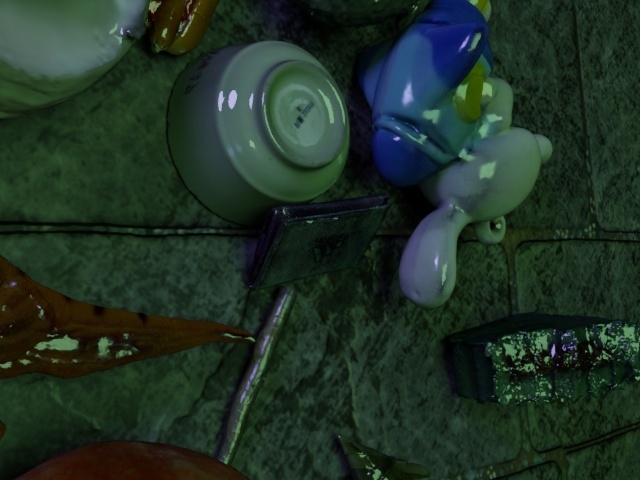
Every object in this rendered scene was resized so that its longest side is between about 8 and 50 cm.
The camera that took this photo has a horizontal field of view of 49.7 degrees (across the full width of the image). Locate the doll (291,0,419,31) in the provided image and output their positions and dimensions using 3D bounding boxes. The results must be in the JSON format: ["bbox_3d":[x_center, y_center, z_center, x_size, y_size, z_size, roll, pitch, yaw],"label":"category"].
[{"bbox_3d":[0.042,-0.420,0.788,0.247,0.247,0.349,-5,98,-39],"label":"doll"}]

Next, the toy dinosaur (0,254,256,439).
[{"bbox_3d":[-0.256,0.092,0.564,0.432,0.097,0.208,35,54,-34],"label":"toy dinosaur"}]

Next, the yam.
[{"bbox_3d":[-0.072,0.154,0.738,0.027,0.029,0.234,54,51,-55],"label":"yam"}]

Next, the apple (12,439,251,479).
[{"bbox_3d":[-0.128,0.306,0.522,0.302,0.302,0.301,6,80,-38],"label":"apple"}]

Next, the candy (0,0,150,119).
[{"bbox_3d":[-0.331,-0.292,0.493,0.386,0.186,0.426,-14,91,-47],"label":"candy"}]

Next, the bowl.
[{"bbox_3d":[-0.047,-0.123,0.747,0.212,0.112,0.211,5,82,-40],"label":"bowl"}]

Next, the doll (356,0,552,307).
[{"bbox_3d":[0.166,-0.155,0.893,0.365,0.187,0.376,66,29,-22],"label":"doll"}]

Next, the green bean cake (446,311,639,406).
[{"bbox_3d":[0.299,0.163,0.933,0.208,0.193,0.107,-4,92,-37],"label":"green bean cake"}]

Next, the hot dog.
[{"bbox_3d":[-0.134,-0.292,0.730,0.092,0.062,0.235,29,68,-36],"label":"hot dog"}]

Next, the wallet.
[{"bbox_3d":[-0.001,-0.001,0.780,0.166,0.111,0.030,-10,50,-38],"label":"wallet"}]

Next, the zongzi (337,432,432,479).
[{"bbox_3d":[0.081,0.270,0.834,0.109,0.055,0.119,-16,83,-41],"label":"zongzi"}]
